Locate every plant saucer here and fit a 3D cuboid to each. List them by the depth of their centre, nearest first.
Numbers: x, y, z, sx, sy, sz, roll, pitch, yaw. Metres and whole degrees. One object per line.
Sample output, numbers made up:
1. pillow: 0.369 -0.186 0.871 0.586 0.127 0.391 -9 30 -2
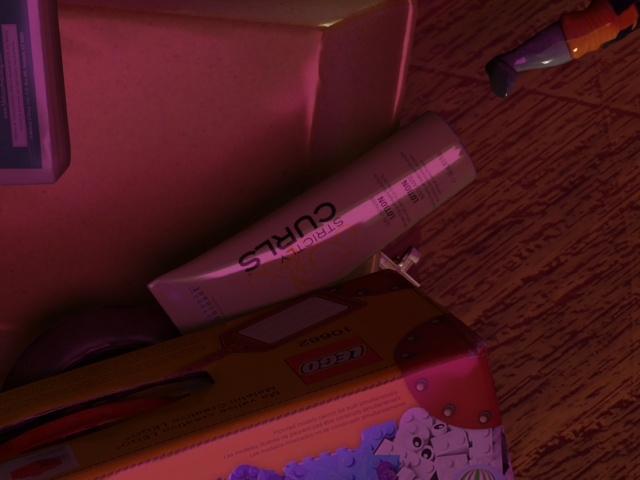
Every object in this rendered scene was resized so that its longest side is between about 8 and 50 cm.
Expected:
1. plant saucer: -0.145 0.130 1.317 0.168 0.029 0.168 -7 109 -20
2. plant saucer: -0.116 -0.042 1.338 0.333 0.081 0.333 2 105 -23

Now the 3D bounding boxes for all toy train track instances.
1. toy train track: 0.051 0.041 1.468 0.048 0.014 0.083 40 89 -27

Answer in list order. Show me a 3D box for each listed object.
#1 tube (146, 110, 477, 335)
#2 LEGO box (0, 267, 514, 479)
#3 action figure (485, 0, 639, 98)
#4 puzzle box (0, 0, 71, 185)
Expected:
1. tube: 0.000 0.000 1.323 0.240 0.070 0.062 -34 160 -6
2. LEGO box: -0.113 0.281 1.240 0.500 0.193 0.372 -18 108 -12
3. action figure: 0.240 -0.280 1.400 0.330 0.178 0.341 -13 88 -26
4. puzzle box: -0.308 -0.230 1.155 0.272 0.052 0.409 -1 108 6
